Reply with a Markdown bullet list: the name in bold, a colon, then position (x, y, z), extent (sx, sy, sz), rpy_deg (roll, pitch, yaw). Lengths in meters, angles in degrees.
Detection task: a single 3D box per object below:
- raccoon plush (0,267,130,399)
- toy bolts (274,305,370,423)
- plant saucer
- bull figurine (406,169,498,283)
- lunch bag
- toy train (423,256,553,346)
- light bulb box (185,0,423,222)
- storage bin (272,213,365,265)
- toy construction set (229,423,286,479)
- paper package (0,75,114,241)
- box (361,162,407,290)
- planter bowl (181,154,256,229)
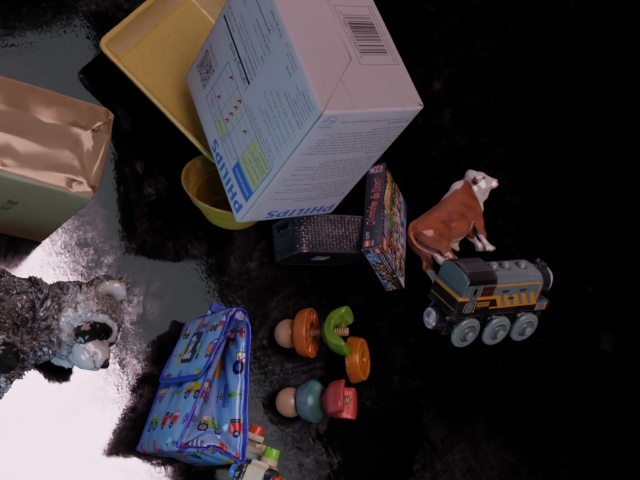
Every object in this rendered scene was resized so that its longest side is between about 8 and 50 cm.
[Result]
- **raccoon plush**: position (-0.534, 0.063, 1.586), extent (0.299, 0.216, 0.446), rpy_deg (-37, 97, -40)
- **toy bolts**: position (-0.004, 0.272, 1.899), extent (0.218, 0.159, 0.228), rpy_deg (56, 33, -55)
- **plant saucer**: position (-0.252, -0.366, 1.926), extent (0.333, 0.081, 0.333), rpy_deg (46, 57, -13)
- **bull figurine**: position (0.322, -0.035, 2.162), extent (0.310, 0.101, 0.188), rpy_deg (-34, 97, -33)
- **lunch bag**: position (-0.210, 0.256, 1.699), extent (0.138, 0.221, 0.293), rpy_deg (20, 67, -24)
- **toy train**: position (0.387, 0.130, 2.091), extent (0.334, 0.142, 0.190), rpy_deg (-2, 122, -31)
- **light bulb box**: position (-0.048, -0.277, 1.717), extent (0.225, 0.361, 0.357), rpy_deg (-7, 65, -34)
- **storage bin**: position (0.000, 0.000, 1.951), extent (0.180, 0.122, 0.084), rpy_deg (1, 76, -30)
- **toy construction set**: position (-0.130, 0.500, 1.700), extent (0.151, 0.215, 0.327), rpy_deg (2, 70, 12)
- **paper package**: position (-0.552, -0.141, 1.546), extent (0.310, 0.325, 0.168), rpy_deg (15, 70, -27)
- **box**: position (0.142, -0.030, 2.005), extent (0.159, 0.044, 0.233), rpy_deg (58, 30, -47)
- **planter bowl**: position (-0.176, -0.085, 1.868), extent (0.217, 0.090, 0.217), rpy_deg (7, 37, -6)
